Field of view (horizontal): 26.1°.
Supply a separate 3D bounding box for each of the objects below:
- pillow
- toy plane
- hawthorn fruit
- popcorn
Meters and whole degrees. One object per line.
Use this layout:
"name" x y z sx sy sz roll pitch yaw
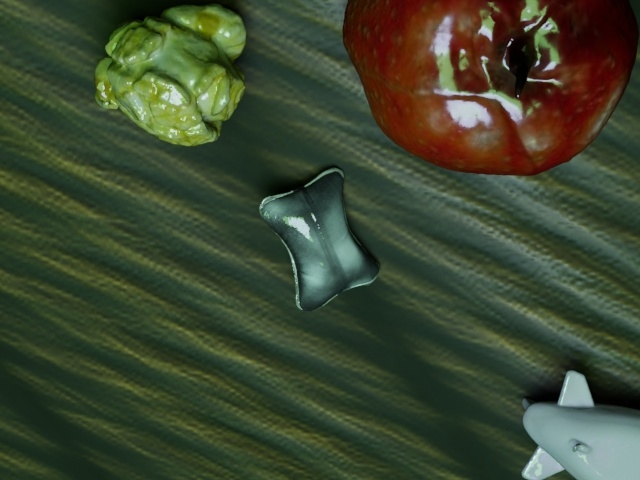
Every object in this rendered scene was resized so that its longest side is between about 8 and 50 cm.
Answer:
"pillow" 0.001 0.001 1.399 0.091 0.055 0.136 -14 115 12
"toy plane" 0.327 0.225 1.436 0.252 0.118 0.252 0 99 0
"hawthorn fruit" 0.141 -0.163 1.162 0.254 0.300 0.254 2 114 4
"popcorn" -0.139 -0.150 1.294 0.162 0.141 0.136 -19 111 6
